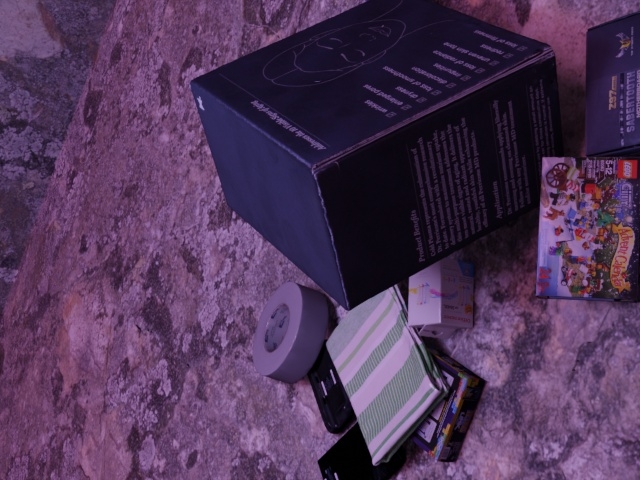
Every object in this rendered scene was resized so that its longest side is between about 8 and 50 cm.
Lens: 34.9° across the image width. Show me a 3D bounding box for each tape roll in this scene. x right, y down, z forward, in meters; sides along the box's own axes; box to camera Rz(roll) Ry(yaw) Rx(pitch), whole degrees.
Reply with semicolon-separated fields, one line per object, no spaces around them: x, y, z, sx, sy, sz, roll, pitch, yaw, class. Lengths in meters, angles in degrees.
-0.069;0.206;2.280;0.219;0.072;0.219;-44;35;43;tape roll

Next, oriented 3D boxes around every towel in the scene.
0.119;0.247;2.010;0.248;0.038;0.325;-56;39;30;towel

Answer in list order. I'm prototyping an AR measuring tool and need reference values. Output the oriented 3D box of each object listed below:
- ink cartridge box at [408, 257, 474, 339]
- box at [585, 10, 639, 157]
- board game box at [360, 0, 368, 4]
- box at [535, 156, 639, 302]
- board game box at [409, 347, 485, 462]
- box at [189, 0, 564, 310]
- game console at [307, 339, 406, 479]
0.229;0.112;1.926;0.090;0.092;0.143;-13;72;51;ink cartridge box
0.521;-0.254;1.659;0.183;0.059;0.233;-10;73;53;box
0.136;-0.549;2.232;0.201;0.035;0.136;-65;17;10;board game box
0.437;-0.019;1.654;0.159;0.044;0.233;1;80;20;box
0.223;0.308;1.917;0.141;0.048;0.170;34;108;54;board game box
0.096;-0.189;1.815;0.480;0.471;0.297;40;150;51;box
0.051;0.364;2.141;0.213;0.044;0.361;-49;46;32;game console
